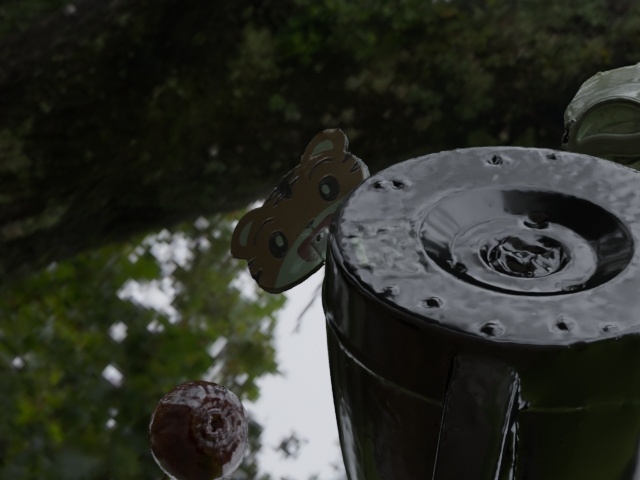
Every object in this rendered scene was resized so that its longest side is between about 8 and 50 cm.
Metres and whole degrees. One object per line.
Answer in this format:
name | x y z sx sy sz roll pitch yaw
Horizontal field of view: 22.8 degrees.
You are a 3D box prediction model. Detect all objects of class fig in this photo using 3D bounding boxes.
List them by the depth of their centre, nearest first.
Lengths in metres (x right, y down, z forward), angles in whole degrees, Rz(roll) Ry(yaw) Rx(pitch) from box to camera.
fig | -0.114 0.170 1.345 0.089 0.089 0.125 45 -35 -6

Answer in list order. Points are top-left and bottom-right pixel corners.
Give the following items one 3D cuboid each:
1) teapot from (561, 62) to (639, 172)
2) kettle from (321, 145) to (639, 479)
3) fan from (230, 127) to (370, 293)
teapot | 0.236 -0.085 1.158 0.107 0.200 0.077 -13 -82 15
kettle | 0.109 0.121 0.862 0.207 0.250 0.271 -8 -57 -15
fan | 0.000 0.000 1.358 0.008 0.226 0.152 35 -79 -36
